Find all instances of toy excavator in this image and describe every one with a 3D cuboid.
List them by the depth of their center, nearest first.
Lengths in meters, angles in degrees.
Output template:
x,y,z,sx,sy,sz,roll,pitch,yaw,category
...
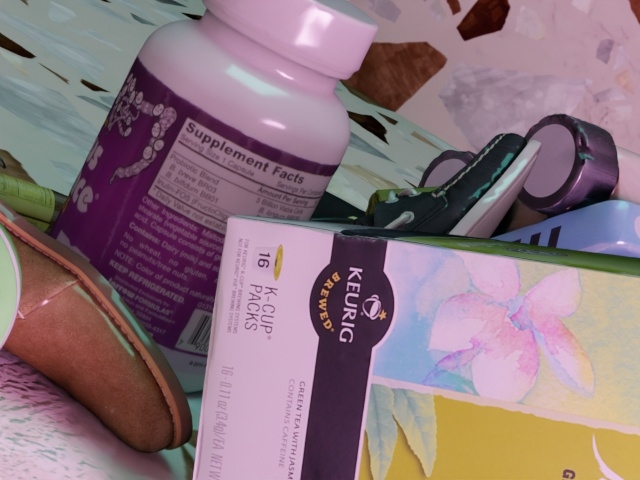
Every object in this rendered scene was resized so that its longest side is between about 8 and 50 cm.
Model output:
x,y,z,sx,sy,sz,roll,pitch,yaw,category
0.313,0.101,1.683,0.222,0.445,0.433,17,-24,-38,toy excavator

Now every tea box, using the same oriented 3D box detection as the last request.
x,y,z,sx,sy,sz,roll,pitch,yaw,category
0.150,0.115,0.993,0.323,0.220,0.329,7,1,32,tea box

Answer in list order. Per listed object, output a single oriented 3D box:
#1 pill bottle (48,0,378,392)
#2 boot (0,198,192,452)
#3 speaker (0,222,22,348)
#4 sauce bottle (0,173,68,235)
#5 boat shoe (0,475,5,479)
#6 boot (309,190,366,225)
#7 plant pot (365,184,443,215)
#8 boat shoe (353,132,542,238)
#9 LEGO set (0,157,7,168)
x,y,z,sx,sy,sz,roll,pitch,yaw,category
-0.082,-0.054,1.198,0.169,0.301,0.169,27,13,-7,pill bottle
-0.214,0.045,1.064,0.305,0.112,0.115,42,55,12,boot
-0.253,0.046,0.850,0.131,0.131,0.296,29,13,3,speaker
-0.234,-0.024,1.356,0.128,0.042,0.042,21,15,-40,sauce bottle
-0.149,0.173,0.775,0.065,0.075,0.206,-33,57,-25,boat shoe
0.000,0.000,1.547,0.284,0.138,0.377,39,23,30,boot
0.082,-0.014,1.398,0.079,0.083,0.083,6,19,-14,plant pot
0.060,0.011,1.298,0.091,0.302,0.114,37,-23,14,boat shoe
-0.308,-0.084,1.463,0.083,0.023,0.054,37,16,34,LEGO set
